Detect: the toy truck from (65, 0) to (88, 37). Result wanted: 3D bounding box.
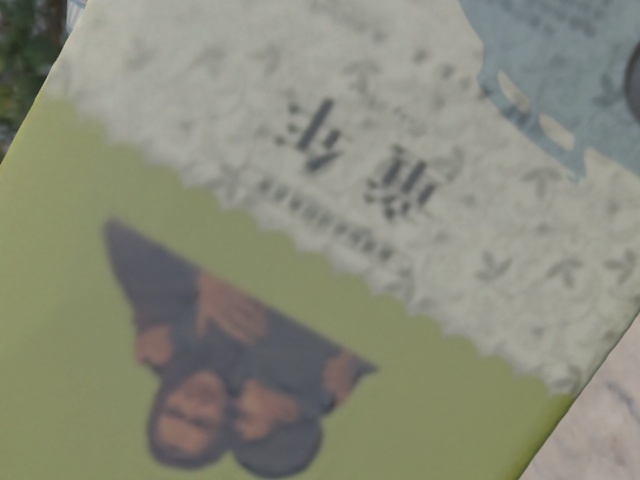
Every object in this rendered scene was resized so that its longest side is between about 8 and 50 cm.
[{"bbox_3d":[-0.106,-0.182,0.842,0.108,0.140,0.256,37,142,47],"label":"toy truck"}]

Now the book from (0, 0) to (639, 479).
[{"bbox_3d":[0.000,0.000,0.495,0.352,0.239,0.035,-58,8,12],"label":"book"}]
